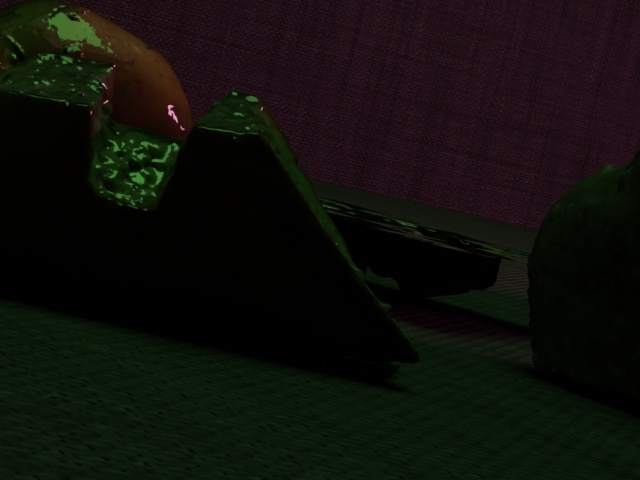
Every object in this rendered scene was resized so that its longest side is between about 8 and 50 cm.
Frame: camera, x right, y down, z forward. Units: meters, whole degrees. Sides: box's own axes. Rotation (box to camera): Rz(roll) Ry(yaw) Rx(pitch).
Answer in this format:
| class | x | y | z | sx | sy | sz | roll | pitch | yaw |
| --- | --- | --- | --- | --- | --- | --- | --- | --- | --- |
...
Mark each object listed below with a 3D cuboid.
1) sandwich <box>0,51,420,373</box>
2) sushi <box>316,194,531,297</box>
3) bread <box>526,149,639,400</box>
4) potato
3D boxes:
| class | x | y | z | sx | sy | sz | roll | pitch | yaw |
| --- | --- | --- | --- | --- | --- | --- | --- | --- | --- |
| sandwich | -0.075 | -0.018 | 0.673 | 0.245 | 0.088 | 0.090 | 14 | 7 | 1 |
| sushi | 0.000 | 0.000 | 1.036 | 0.280 | 0.043 | 0.192 | 16 | 4 | 29 |
| bread | 0.213 | 0.005 | 0.705 | 0.102 | 0.183 | 0.337 | 2 | 9 | -33 |
| potato | -0.173 | -0.093 | 1.217 | 0.176 | 0.137 | 0.137 | 14 | 3 | -25 |
